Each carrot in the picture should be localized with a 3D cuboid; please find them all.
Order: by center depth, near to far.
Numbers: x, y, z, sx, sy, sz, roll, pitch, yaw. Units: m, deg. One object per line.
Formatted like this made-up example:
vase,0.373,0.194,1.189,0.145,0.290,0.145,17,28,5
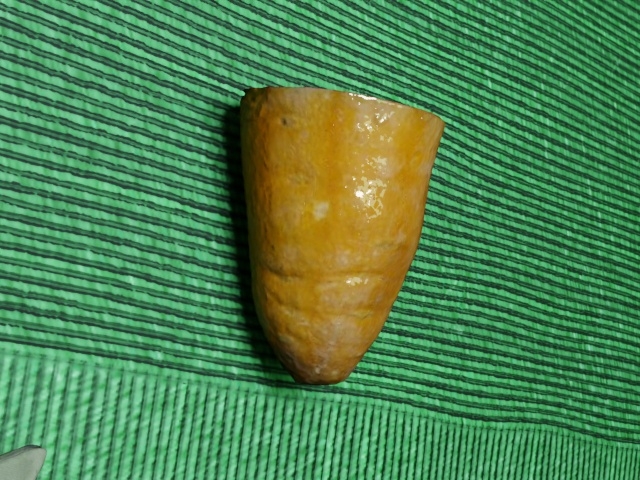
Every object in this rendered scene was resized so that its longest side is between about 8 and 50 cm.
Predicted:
carrot,0.000,0.000,0.904,0.159,0.159,0.225,5,97,-44

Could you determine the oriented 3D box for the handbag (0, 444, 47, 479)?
handbag,-0.249,0.302,0.672,0.253,0.109,0.316,-12,98,-38
